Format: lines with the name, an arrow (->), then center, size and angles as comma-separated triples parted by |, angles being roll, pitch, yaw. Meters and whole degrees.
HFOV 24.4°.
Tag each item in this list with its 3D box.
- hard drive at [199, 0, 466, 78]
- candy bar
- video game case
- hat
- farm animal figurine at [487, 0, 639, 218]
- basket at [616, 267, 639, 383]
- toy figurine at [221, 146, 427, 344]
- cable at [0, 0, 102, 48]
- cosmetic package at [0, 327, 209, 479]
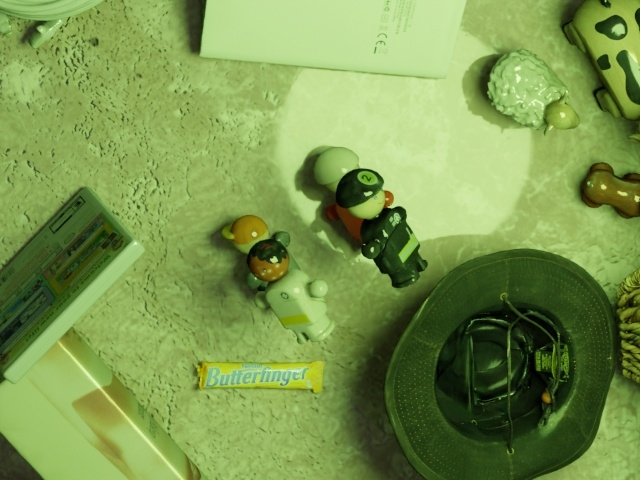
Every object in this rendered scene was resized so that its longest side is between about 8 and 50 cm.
hard drive -> 0.019, -0.295, 1.768 | 0.308, 0.040, 0.203 | 5, 131, -9
candy bar -> -0.076, 0.170, 1.857 | 0.162, 0.018, 0.040 | 2, 94, -9
video game case -> -0.313, 0.048, 1.728 | 0.212, 0.193, 0.023 | -46, 123, -3
hat -> 0.202, 0.152, 1.838 | 0.331, 0.134, 0.331 | -5, 101, -26
farm animal figurine -> 0.419, -0.185, 1.798 | 0.330, 0.172, 0.327 | -44, 98, 7
basket -> 0.513, 0.048, 1.821 | 0.299, 0.213, 0.223 | -15, 107, -20
toy figurine -> 0.000, 0.000, 1.757 | 0.210, 0.213, 0.148 | -32, 110, 0
cable -> -0.329, -0.385, 1.721 | 0.257, 0.089, 0.257 | -35, 94, 6
cosmetic package -> -0.260, 0.249, 1.769 | 0.129, 0.153, 0.296 | -40, 100, -2
